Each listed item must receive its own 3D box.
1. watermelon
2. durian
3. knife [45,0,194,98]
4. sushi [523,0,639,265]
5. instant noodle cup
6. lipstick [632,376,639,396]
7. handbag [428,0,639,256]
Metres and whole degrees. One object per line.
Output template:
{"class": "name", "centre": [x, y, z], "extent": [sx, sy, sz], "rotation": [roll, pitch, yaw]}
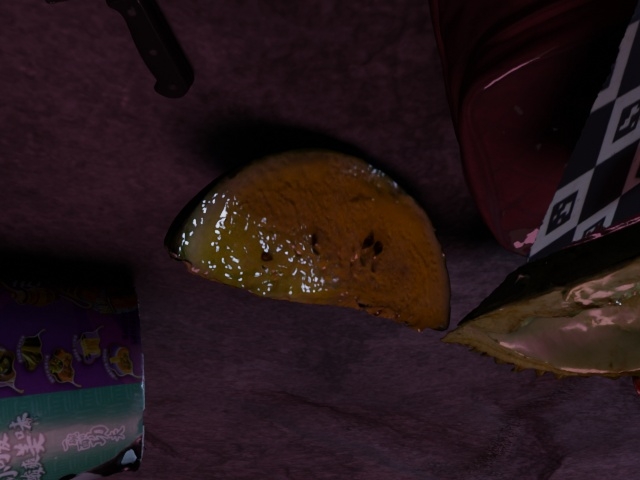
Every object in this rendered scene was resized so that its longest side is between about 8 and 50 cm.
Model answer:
{"class": "watermelon", "centre": [0.000, 0.000, 0.632], "extent": [0.301, 0.129, 0.123], "rotation": [15, 144, -37]}
{"class": "durian", "centre": [0.283, 0.002, 0.627], "extent": [0.198, 0.163, 0.394], "rotation": [22, 142, -30]}
{"class": "knife", "centre": [-0.155, -0.178, 0.460], "extent": [0.072, 0.019, 0.245], "rotation": [-8, 144, 14]}
{"class": "sushi", "centre": [0.248, -0.084, 0.428], "extent": [0.280, 0.043, 0.192], "rotation": [-16, 133, -39]}
{"class": "instant noodle cup", "centre": [-0.284, 0.149, 0.755], "extent": [0.190, 0.251, 0.251], "rotation": [-1, 147, -18]}
{"class": "lipstick", "centre": [0.524, 0.145, 0.949], "extent": [0.068, 0.061, 0.274], "rotation": [19, 141, -32]}
{"class": "handbag", "centre": [0.160, -0.095, 0.499], "extent": [0.147, 0.135, 0.225], "rotation": [-16, 142, 9]}
